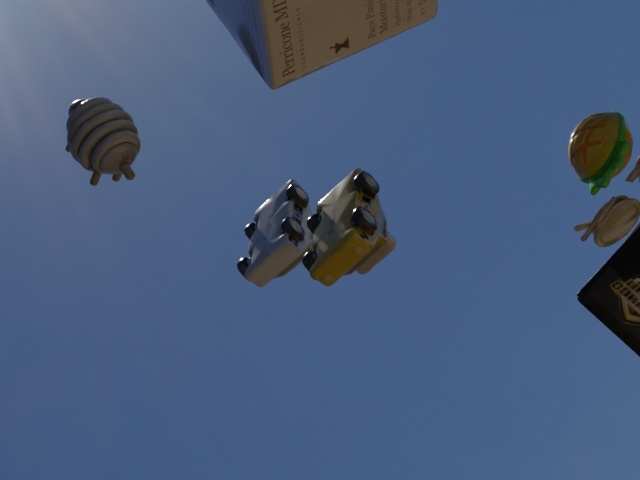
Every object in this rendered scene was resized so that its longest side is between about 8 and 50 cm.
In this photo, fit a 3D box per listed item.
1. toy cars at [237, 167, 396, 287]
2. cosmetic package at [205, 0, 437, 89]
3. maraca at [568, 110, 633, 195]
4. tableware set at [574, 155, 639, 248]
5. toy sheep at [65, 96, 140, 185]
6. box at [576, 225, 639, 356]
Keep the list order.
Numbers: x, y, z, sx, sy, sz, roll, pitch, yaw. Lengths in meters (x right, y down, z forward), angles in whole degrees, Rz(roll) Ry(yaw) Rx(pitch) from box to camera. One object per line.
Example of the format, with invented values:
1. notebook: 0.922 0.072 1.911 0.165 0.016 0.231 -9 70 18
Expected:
1. toy cars: 0.000 0.000 2.063 0.087 0.394 0.176 41 -107 -18
2. cosmetic package: -0.008 -0.267 1.479 0.184 0.151 0.151 -27 -36 -13
3. maraca: 0.463 -0.145 2.618 0.127 0.099 0.185 -61 14 23
4. tableware set: 0.450 -0.076 2.297 0.128 0.039 0.194 13 -63 -51
5. toy sheep: -0.252 -0.116 1.859 0.091 0.132 0.091 -34 -25 -18
6. box: 0.544 0.066 2.119 0.293 0.295 0.073 -51 -10 26
